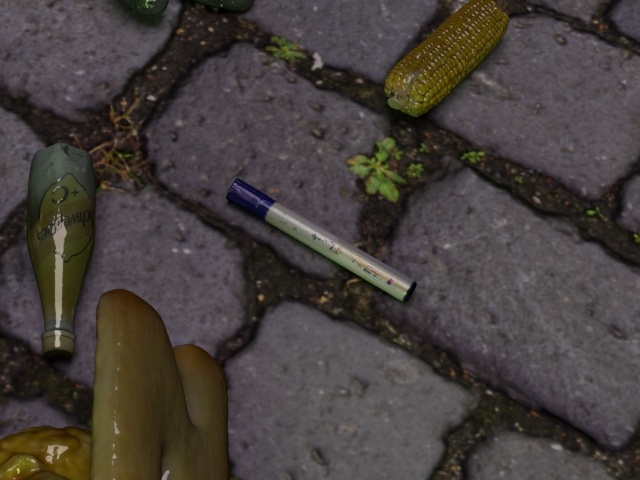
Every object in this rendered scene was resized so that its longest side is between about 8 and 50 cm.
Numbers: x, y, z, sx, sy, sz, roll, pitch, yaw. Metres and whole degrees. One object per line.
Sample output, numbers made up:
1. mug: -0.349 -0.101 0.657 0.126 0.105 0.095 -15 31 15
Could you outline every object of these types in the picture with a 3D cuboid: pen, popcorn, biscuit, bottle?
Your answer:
1. pen: 0.000 0.000 1.928 0.269 0.033 0.033 31 59 13
2. popcorn: -0.300 0.283 1.609 0.226 0.203 0.200 19 75 -18
3. biscuit: -0.166 0.215 1.663 0.062 0.237 0.291 -18 52 20
4. bottle: -0.310 0.014 1.859 0.083 0.083 0.270 -2 63 -7

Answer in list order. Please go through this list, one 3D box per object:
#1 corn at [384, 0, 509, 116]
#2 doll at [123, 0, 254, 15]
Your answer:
1. corn: 0.169 -0.246 2.078 0.080 0.080 0.238 38 59 18
2. doll: -0.239 -0.430 2.109 0.340 0.158 0.246 17 69 2
